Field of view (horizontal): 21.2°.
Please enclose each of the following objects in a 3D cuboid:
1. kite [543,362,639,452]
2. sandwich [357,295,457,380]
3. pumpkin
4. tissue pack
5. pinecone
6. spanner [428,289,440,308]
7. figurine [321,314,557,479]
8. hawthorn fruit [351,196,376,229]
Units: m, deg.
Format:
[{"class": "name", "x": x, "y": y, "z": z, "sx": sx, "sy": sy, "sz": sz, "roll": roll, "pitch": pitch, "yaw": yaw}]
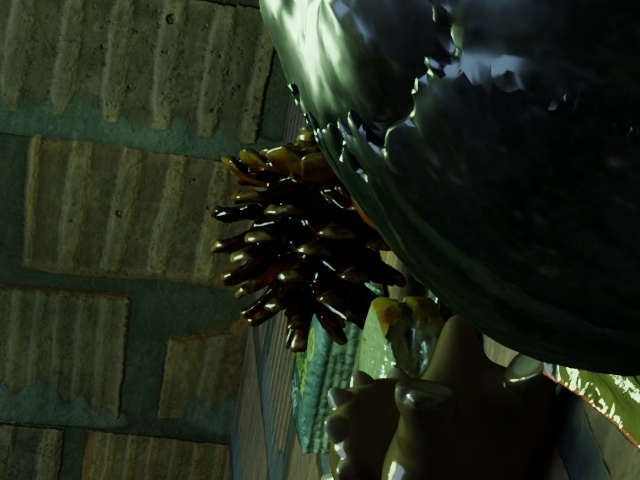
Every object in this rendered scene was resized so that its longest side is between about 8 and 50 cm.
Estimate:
[{"class": "kite", "x": 0.208, "y": -0.024, "z": 1.199, "sx": 0.327, "sy": 0.013, "sz": 0.377, "roll": 115, "pitch": 153, "yaw": -52}, {"class": "sandwich", "x": 0.091, "y": 0.208, "z": 1.649, "sx": 0.288, "sy": 0.100, "sz": 0.254, "roll": -100, "pitch": 18, "yaw": -64}, {"class": "pumpkin", "x": 0.138, "y": -0.162, "z": 0.779, "sx": 0.454, "sy": 0.344, "sz": 0.454, "roll": -177, "pitch": 90, "yaw": -72}, {"class": "tissue pack", "x": 0.018, "y": 0.131, "z": 2.256, "sx": 0.185, "sy": 0.081, "sz": 0.257, "roll": -98, "pitch": 17, "yaw": -62}, {"class": "pinecone", "x": -0.010, "y": 0.001, "z": 1.959, "sx": 0.264, "sy": 0.264, "sz": 0.264, "roll": -173, "pitch": 90, "yaw": -82}, {"class": "spanner", "x": 0.113, "y": 0.144, "z": 1.839, "sx": 0.071, "sy": 0.017, "sz": 0.302, "roll": -149, "pitch": 67, "yaw": -81}, {"class": "figurine", "x": 0.090, "y": 0.160, "z": 1.435, "sx": 0.173, "sy": 0.177, "sz": 0.247, "roll": -123, "pitch": 25, "yaw": -48}, {"class": "hawthorn fruit", "x": 0.093, "y": -0.061, "z": 1.806, "sx": 0.140, "sy": 0.125, "sz": 0.125, "roll": 67, "pitch": -160, "yaw": -56}]
